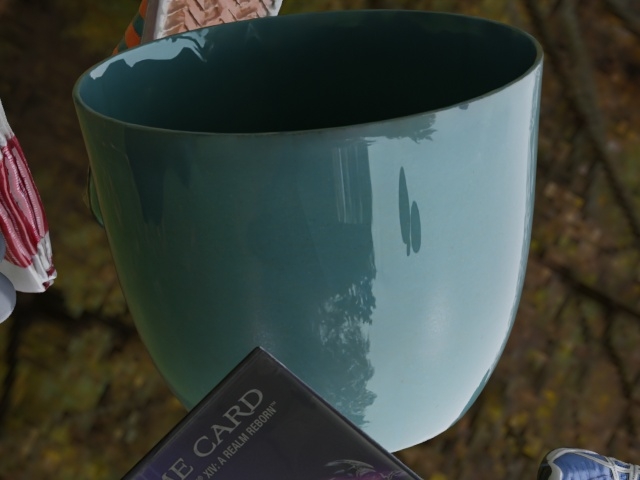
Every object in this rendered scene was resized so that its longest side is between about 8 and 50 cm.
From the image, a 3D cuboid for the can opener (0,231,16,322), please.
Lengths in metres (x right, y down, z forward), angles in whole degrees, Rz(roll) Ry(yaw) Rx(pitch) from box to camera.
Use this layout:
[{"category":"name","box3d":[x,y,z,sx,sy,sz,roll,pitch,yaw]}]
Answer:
[{"category":"can opener","box3d":[-0.233,-0.042,1.012,0.093,0.280,0.074,-23,-128,10]}]

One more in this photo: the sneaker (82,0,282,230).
[{"category":"sneaker","box3d":[-0.122,-0.149,1.596,0.121,0.108,0.302,10,-101,57]}]

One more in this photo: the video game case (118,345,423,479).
[{"category":"video game case","box3d":[0.000,0.201,0.989,0.196,0.274,0.026,-44,154,-17]}]

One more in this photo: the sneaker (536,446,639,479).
[{"category":"sneaker","box3d":[0.250,0.212,1.643,0.081,0.211,0.080,-4,-99,39]}]

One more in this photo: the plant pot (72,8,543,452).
[{"category":"plant pot","box3d":[0.000,0.000,1.278,0.293,0.293,0.235,-91,177,-70]}]

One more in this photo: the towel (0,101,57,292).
[{"category":"towel","box3d":[-0.291,-0.080,1.087,0.329,0.237,0.037,77,19,-49]}]
